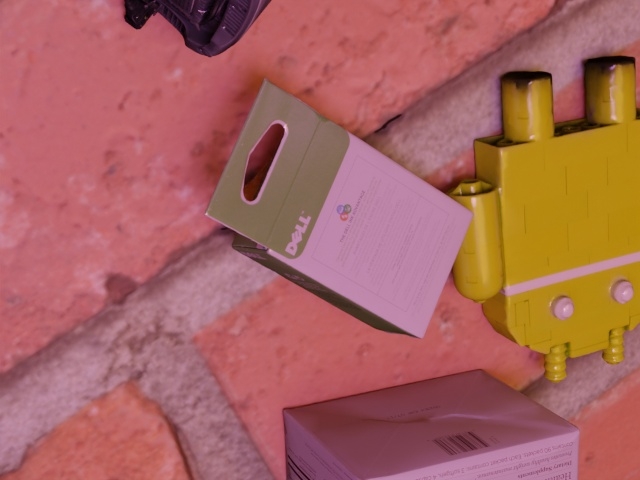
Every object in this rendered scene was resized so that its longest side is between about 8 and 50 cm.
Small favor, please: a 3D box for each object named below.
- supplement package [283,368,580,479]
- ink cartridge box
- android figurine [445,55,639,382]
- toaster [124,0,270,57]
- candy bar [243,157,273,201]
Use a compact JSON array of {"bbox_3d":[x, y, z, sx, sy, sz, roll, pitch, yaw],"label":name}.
[{"bbox_3d":[0.087,0.237,0.912,0.194,0.149,0.203,-8,107,-22],"label":"supplement package"},{"bbox_3d":[0.006,-0.020,0.832,0.209,0.062,0.109,30,78,-29],"label":"ink cartridge box"},{"bbox_3d":[0.217,-0.013,0.956,0.248,0.056,0.273,-11,107,-22],"label":"android figurine"},{"bbox_3d":[-0.056,-0.217,0.697,0.129,0.227,0.146,39,73,-1],"label":"toaster"},{"bbox_3d":[0.000,0.000,0.880,0.040,0.018,0.161,-49,117,-5],"label":"candy bar"}]
